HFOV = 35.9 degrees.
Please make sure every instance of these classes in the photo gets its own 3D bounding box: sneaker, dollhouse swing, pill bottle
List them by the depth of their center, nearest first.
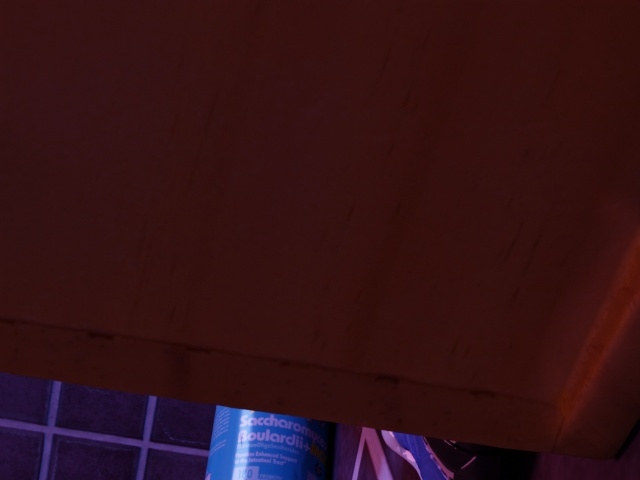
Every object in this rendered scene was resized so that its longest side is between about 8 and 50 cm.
[{"bbox_3d":[-0.025,-0.104,0.410,0.315,0.346,0.305,-95,15,-70],"label":"dollhouse swing"},{"bbox_3d":[0.072,0.097,0.560,0.152,0.058,0.085,-104,18,-66],"label":"sneaker"},{"bbox_3d":[-0.062,0.248,1.208,0.146,0.146,0.264,106,171,-48],"label":"pill bottle"}]
